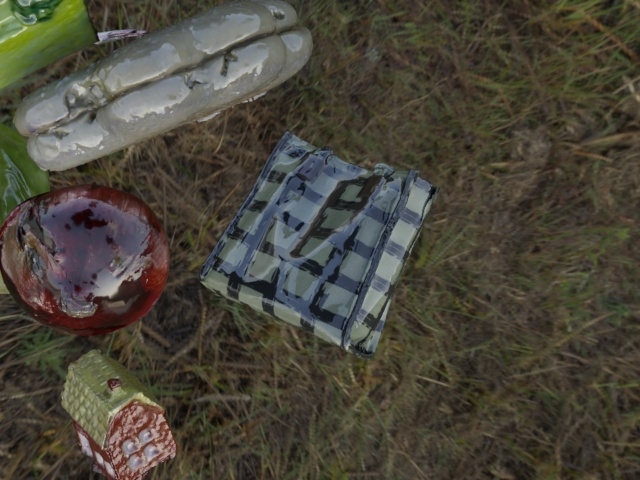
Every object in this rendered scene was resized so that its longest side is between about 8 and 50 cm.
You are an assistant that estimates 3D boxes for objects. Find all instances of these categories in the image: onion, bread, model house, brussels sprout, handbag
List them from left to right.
[{"bbox_3d":[-0.358,-0.245,0.802,0.211,0.170,0.194,-33,88,-10],"label":"model house"},{"bbox_3d":[-0.617,-0.064,1.469,0.328,0.247,0.328,-6,99,-44],"label":"brussels sprout"},{"bbox_3d":[-0.374,0.047,1.298,0.271,0.195,0.272,0,117,0],"label":"onion"},{"bbox_3d":[-0.419,0.347,1.718,0.160,0.196,0.254,-29,132,-30],"label":"model house"},{"bbox_3d":[-0.145,-0.173,0.870,0.337,0.183,0.102,-29,99,-25],"label":"bread"},{"bbox_3d":[0.000,0.000,1.470,0.325,0.162,0.327,22,83,28],"label":"handbag"}]

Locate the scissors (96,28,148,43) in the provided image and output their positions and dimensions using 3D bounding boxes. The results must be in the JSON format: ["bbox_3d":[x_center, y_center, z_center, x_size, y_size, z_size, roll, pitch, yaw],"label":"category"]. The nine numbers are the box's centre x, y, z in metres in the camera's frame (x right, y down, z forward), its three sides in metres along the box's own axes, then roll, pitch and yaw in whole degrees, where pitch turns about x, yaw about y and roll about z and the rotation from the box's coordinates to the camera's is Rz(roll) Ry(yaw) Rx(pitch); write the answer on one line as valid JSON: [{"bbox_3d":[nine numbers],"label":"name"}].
[{"bbox_3d":[-0.413,-0.380,1.576,0.176,0.085,0.022,-4,102,18],"label":"scissors"}]
